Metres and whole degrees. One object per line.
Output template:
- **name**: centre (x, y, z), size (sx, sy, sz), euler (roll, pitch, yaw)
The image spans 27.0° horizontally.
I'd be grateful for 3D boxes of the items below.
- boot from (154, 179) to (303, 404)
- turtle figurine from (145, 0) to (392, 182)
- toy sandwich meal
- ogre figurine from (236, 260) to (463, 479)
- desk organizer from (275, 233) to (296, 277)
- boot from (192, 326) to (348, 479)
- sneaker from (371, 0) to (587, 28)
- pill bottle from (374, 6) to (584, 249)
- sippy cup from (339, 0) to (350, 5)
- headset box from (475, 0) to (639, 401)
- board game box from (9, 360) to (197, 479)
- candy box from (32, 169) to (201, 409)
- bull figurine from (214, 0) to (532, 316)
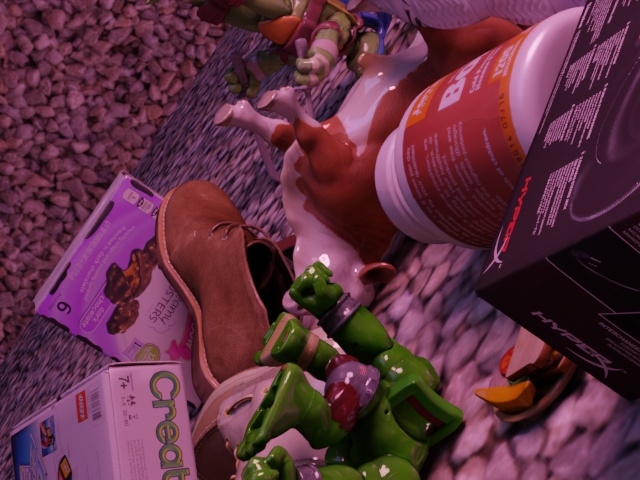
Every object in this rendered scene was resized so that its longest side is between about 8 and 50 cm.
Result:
- **boot**: centre (-0.073, 0.021, 1.204), size (0.115, 0.112, 0.305), euler (-65, 29, 29)
- **turtle figurine**: centre (-0.071, -0.203, 1.480), size (0.275, 0.266, 0.198), euler (-55, 17, 16)
- **toy sandwich meal**: centre (0.120, 0.067, 0.765), size (0.085, 0.029, 0.085), euler (-50, 16, 20)
- **ogre figurine**: centre (0.018, 0.107, 0.830), size (0.097, 0.118, 0.197), euler (-56, 13, 18)
- **desk organizer**: centre (0.000, 0.000, 1.248), size (0.050, 0.047, 0.130), euler (-60, 15, -23)
- **boot**: centre (-0.045, 0.171, 0.976), size (0.213, 0.077, 0.165), euler (-40, 24, 39)
- **sneaker**: centre (0.164, -0.244, 0.905), size (0.210, 0.137, 0.366), euler (-36, 32, -26)
- **pill bottle**: centre (0.122, -0.060, 0.847), size (0.121, 0.121, 0.216), euler (-62, 16, -21)
- **sippy cup**: centre (-0.024, -0.414, 1.844), size (0.305, 0.224, 0.240), euler (-62, 17, -20)
- **headset box**: centre (0.222, -0.074, 0.588), size (0.293, 0.110, 0.218), euler (-34, 26, 55)
- **board game box**: centre (-0.122, 0.242, 0.797), size (0.193, 0.053, 0.305), euler (-32, 63, 56)
- **candy box**: centre (-0.165, 0.051, 1.360), size (0.165, 0.196, 0.070), euler (-57, 16, -1)
- **bull figurine**: centre (0.039, -0.088, 1.071), size (0.310, 0.188, 0.101), euler (-51, 26, -3)
